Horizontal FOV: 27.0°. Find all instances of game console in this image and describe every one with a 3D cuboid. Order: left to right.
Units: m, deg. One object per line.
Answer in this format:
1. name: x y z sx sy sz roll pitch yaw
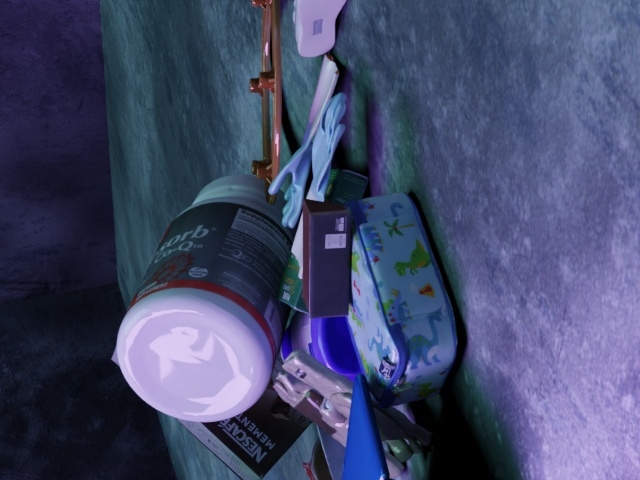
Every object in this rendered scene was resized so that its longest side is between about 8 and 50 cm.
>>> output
1. game console: 0.117 0.330 1.495 0.293 0.250 0.173 94 -162 -45

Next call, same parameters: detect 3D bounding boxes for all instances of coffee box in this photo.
1. coffee box: -0.153 0.215 2.040 0.297 0.168 0.119 43 159 2
2. coffee box: 0.000 0.000 1.685 0.113 0.040 0.184 -168 97 -74

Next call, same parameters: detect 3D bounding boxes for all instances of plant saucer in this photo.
1. plant saucer: 0.027 0.286 1.879 0.195 0.037 0.195 -17 -90 -89

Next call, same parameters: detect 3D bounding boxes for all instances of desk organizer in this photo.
1. desk organizer: 0.005 0.018 1.492 0.050 0.047 0.130 -114 22 -61

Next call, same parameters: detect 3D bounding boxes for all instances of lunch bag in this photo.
1. lunch bag: 0.079 0.071 1.513 0.176 0.090 0.219 104 153 -62

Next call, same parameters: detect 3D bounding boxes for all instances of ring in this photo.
1. ring: -0.078 -0.217 1.839 0.336 0.032 0.337 180 90 -85

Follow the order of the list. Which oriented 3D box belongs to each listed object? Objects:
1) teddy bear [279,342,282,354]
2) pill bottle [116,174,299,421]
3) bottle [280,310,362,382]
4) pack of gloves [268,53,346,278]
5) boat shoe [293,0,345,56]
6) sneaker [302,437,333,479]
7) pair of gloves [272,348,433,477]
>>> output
1. teddy bear: -0.121 0.210 2.283 0.338 0.113 0.245 -129 29 -60
2. pill bottle: -0.141 0.068 1.868 0.363 0.210 0.210 -74 -14 -58
3. bottle: 0.007 0.141 1.804 0.283 0.092 0.118 145 117 -74
4. pack of gloves: -0.024 -0.099 1.655 0.195 0.046 0.232 -104 27 -64
5. boat shoe: -0.004 -0.297 1.622 0.184 0.066 0.063 90 163 -66
6. sneaker: -0.002 0.340 2.066 0.067 0.042 0.118 -129 29 -54
7. pair of gloves: 0.036 0.214 1.672 0.204 0.042 0.240 36 161 5
